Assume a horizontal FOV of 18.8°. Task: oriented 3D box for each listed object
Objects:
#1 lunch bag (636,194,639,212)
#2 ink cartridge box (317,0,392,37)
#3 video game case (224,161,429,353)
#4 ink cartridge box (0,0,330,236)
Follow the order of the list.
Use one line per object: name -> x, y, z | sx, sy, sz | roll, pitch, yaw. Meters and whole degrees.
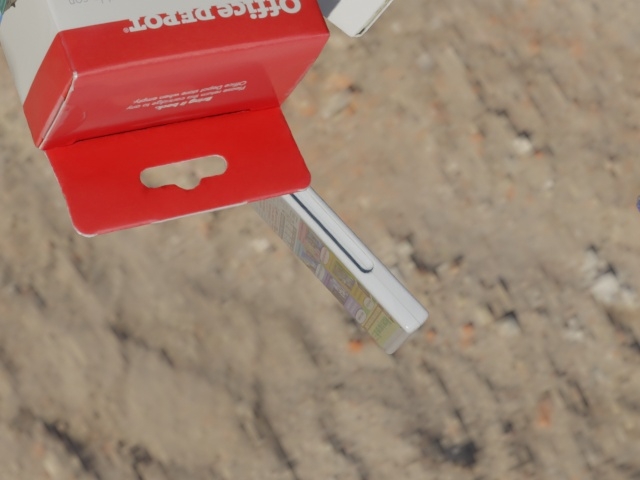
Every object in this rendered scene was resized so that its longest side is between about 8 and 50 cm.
lunch bag -> 0.333, 0.056, 1.208 | 0.303, 0.115, 0.243 | 50, 0, -18
ink cartridge box -> 0.004, -0.283, 1.185 | 0.211, 0.121, 0.289 | 37, 34, -8
video game case -> 0.000, 0.000, 1.420 | 0.023, 0.212, 0.193 | -42, 86, -7
ink cartridge box -> -0.086, -0.129, 0.920 | 0.134, 0.078, 0.231 | -13, 71, -27
